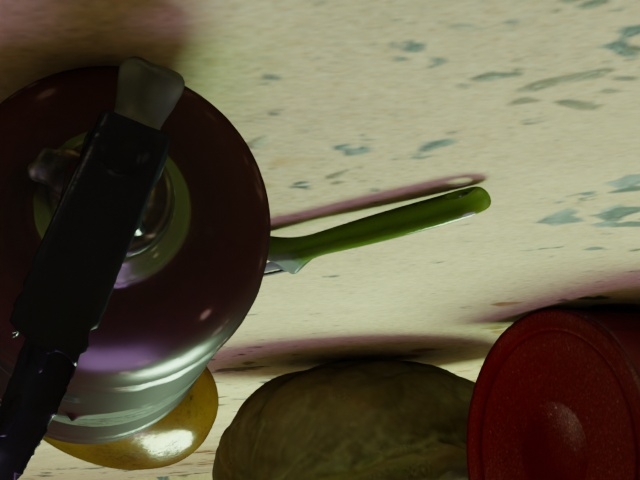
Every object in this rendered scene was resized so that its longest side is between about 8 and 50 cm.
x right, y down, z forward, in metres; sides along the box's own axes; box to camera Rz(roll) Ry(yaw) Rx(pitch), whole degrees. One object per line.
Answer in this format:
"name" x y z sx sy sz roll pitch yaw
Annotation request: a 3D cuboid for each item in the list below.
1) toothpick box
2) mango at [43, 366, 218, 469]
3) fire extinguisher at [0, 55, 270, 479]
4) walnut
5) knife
"toothpick box" 0.298 0.151 1.123 0.333 0.204 0.204 2 167 -30
"mango" -0.142 0.100 1.007 0.163 0.089 0.111 15 148 -32
"fire extinguisher" -0.080 0.024 0.521 0.102 0.138 0.344 22 166 -5
"walnut" 0.047 0.211 1.261 0.283 0.227 0.283 -13 162 -4
"knife" 0.000 0.000 0.720 0.184 0.026 0.022 -15 -156 35
